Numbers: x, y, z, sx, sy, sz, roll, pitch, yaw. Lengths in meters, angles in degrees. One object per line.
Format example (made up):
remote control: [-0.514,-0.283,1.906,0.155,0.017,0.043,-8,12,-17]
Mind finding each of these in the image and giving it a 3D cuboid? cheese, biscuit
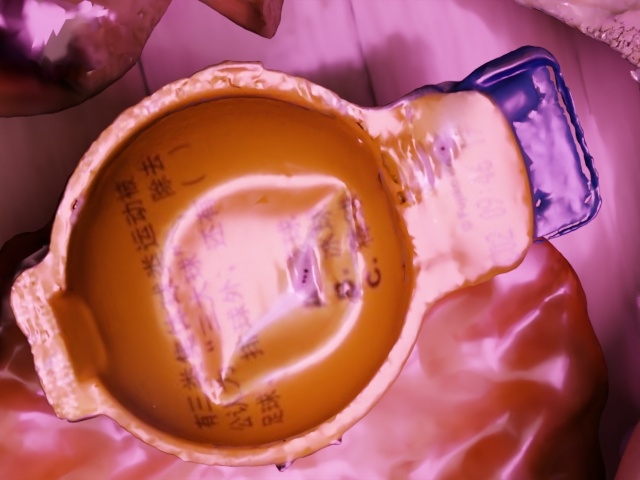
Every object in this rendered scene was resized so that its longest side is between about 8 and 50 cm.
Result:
cheese: [0.000,0.000,0.786,0.270,0.069,0.177,-23,101,-14]
biscuit: [-0.019,0.090,0.874,0.326,0.107,0.325,-2,97,-15]

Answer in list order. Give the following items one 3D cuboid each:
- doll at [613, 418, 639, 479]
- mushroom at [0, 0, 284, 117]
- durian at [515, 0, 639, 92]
doll: [0.205,0.185,0.869,0.376,0.187,0.365,-48,132,-30]
mushroom: [-0.143,-0.191,0.803,0.292,0.217,0.212,9,141,-1]
durian: [0.218,-0.110,0.845,0.306,0.172,0.166,27,91,18]
